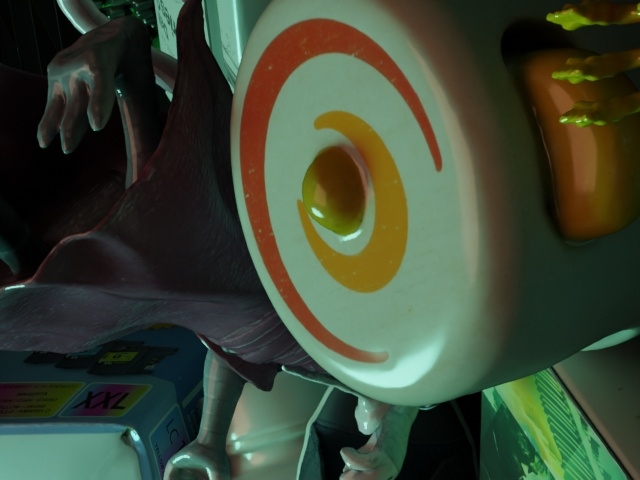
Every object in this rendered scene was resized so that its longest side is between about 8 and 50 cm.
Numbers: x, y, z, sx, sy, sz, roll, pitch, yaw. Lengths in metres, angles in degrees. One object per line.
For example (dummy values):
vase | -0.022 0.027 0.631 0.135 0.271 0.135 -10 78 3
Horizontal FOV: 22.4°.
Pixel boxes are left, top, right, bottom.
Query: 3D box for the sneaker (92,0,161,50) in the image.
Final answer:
sneaker | -0.152 -0.240 1.341 0.343 0.134 0.146 150 106 -75

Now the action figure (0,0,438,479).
action figure | -0.041 0.008 0.895 0.248 0.370 0.275 -9 69 45

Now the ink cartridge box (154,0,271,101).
ink cartridge box | -0.027 -0.175 0.974 0.211 0.122 0.289 -123 23 -51

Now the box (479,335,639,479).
box | 0.150 0.196 0.817 0.232 0.058 0.322 -122 23 -47

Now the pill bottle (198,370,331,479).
pill bottle | 0.014 0.238 1.140 0.169 0.169 0.301 143 111 -74

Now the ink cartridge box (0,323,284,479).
ink cartridge box | -0.172 0.130 1.325 0.395 0.270 0.151 -45 -51 -64

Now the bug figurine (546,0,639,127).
bug figurine | 0.138 -0.124 0.474 0.279 0.072 0.216 -162 66 -70

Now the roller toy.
roller toy | 0.057 -0.030 0.684 0.209 0.146 0.191 45 136 37

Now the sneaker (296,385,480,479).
sneaker | 0.034 0.227 0.993 0.127 0.126 0.321 63 -147 -82
